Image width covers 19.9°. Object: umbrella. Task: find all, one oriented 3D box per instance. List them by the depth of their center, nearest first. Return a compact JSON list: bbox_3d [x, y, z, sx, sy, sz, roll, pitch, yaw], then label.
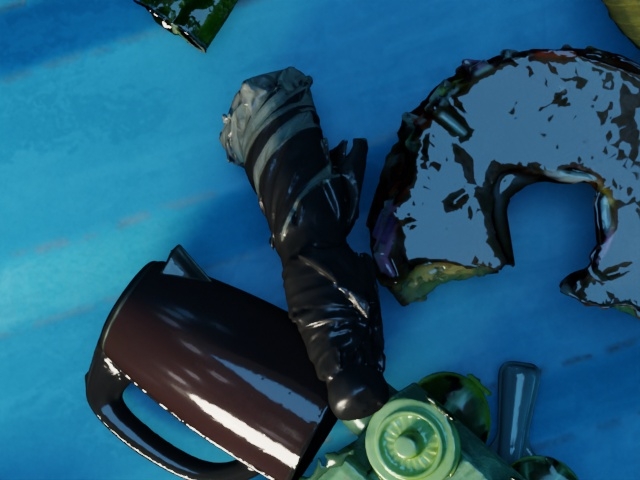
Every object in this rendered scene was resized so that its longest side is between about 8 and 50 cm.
[{"bbox_3d":[0.000,0.003,1.666,0.106,0.113,0.357,2,54,-31],"label":"umbrella"}]

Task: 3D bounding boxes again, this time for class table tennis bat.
[{"bbox_3d":[0.176,0.233,1.734,0.149,0.038,0.237,6,88,9],"label":"table tennis bat"}]

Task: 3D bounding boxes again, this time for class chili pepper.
[{"bbox_3d":[-0.079,-0.293,1.772,0.088,0.059,0.227,37,85,9],"label":"chili pepper"}]

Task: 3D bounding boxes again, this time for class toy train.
[{"bbox_3d":[0.114,0.247,1.656,0.272,0.159,0.188,41,107,12],"label":"toy train"}]

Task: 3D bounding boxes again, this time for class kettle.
[{"bbox_3d":[-0.099,0.131,1.712,0.232,0.144,0.202,30,114,9],"label":"kettle"}]

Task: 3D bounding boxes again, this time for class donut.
[{"bbox_3d":[0.220,-0.051,1.707,0.345,0.136,0.259,7,84,1],"label":"donut"}]

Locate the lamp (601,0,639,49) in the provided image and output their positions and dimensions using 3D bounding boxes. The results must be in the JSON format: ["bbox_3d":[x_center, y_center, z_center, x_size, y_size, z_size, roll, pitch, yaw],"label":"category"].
[{"bbox_3d":[0.377,-0.242,1.667,0.250,0.250,0.284,-14,103,1],"label":"lamp"}]
